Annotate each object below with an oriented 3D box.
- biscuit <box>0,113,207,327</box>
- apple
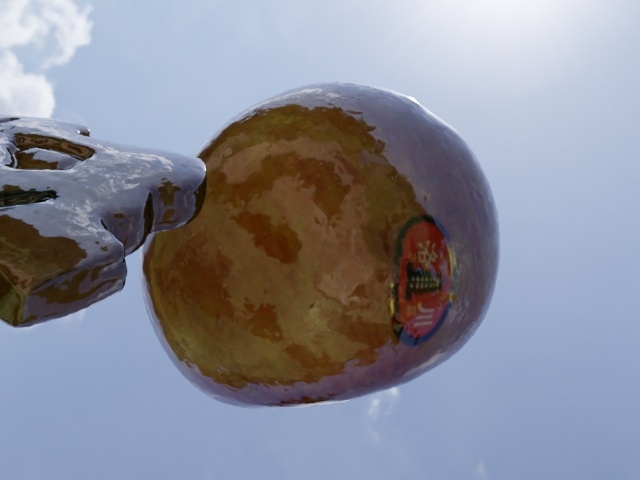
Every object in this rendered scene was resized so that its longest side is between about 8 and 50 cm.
[{"bbox_3d":[-0.229,-0.036,0.419,0.301,0.278,0.043,24,-58,29],"label":"biscuit"},{"bbox_3d":[0.000,0.000,0.847,0.400,0.400,0.334,-13,-88,29],"label":"apple"}]
